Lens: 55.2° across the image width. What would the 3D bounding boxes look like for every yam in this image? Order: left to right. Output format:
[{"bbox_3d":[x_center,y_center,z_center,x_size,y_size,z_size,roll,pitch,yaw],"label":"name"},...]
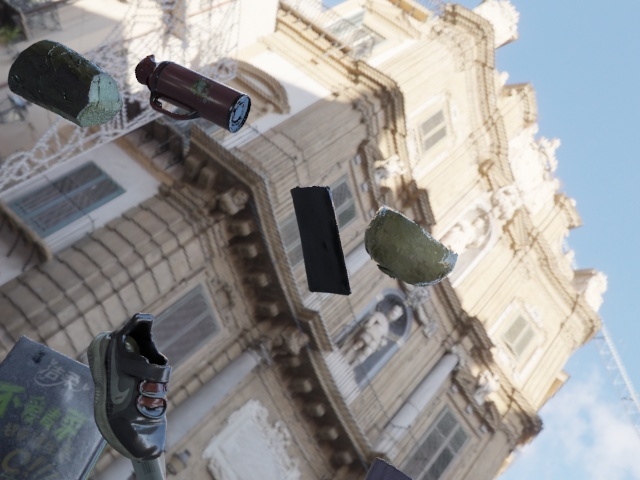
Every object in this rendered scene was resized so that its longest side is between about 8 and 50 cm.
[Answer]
[{"bbox_3d":[-0.743,-0.459,1.816,0.271,0.202,0.201,39,-59,8],"label":"yam"}]

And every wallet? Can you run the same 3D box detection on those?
[{"bbox_3d":[-0.001,0.000,1.520,0.146,0.030,0.286,5,-68,47],"label":"wallet"}]

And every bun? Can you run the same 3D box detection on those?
[{"bbox_3d":[0.216,0.029,1.542,0.259,0.152,0.259,36,4,-3],"label":"bun"}]

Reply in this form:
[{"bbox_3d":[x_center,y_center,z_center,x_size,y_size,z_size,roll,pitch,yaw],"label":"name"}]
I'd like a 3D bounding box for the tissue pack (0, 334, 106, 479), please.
[{"bbox_3d":[-0.614,0.434,1.289,0.288,0.394,0.124,29,-39,-8],"label":"tissue pack"}]

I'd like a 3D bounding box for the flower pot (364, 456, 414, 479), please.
[{"bbox_3d":[0.211,0.822,1.812,0.265,0.243,0.265,32,-22,15],"label":"flower pot"}]

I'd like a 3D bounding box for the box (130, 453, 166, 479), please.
[{"bbox_3d":[-0.534,0.631,1.869,0.135,0.079,0.270,-119,-159,-59],"label":"box"}]

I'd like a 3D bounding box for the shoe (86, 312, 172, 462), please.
[{"bbox_3d":[-0.270,0.206,0.902,0.112,0.099,0.228,-47,-129,19],"label":"shoe"}]

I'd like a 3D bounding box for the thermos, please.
[{"bbox_3d":[-0.359,-0.390,1.642,0.330,0.109,0.136,26,-76,12],"label":"thermos"}]
